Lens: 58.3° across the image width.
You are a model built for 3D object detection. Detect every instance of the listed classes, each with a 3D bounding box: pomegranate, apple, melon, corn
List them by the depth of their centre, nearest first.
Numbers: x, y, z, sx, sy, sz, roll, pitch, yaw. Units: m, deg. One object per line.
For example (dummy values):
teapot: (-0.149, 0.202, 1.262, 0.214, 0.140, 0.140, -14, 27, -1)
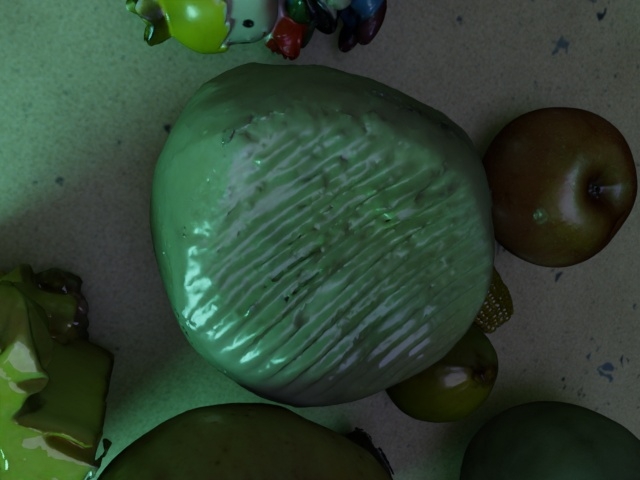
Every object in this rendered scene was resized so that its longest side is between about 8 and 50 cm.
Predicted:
pomegranate: (-0.056, 0.312, 0.497, 0.338, 0.338, 0.338, -5, 105, -18)
apple: (0.297, -0.065, 0.713, 0.201, 0.162, 0.201, -4, 105, -17)
corn: (0.175, 0.026, 0.739, 0.080, 0.080, 0.238, -38, 113, -7)
melon: (0.330, 0.352, 0.783, 0.308, 0.272, 0.272, 27, 93, -17)

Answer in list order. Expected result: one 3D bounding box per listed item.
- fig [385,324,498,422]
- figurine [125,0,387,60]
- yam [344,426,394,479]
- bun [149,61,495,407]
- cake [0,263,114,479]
fig: (0.154, 0.166, 0.748, 0.136, 0.121, 0.153, 38, 114, -18)
figurine: (-0.059, -0.235, 0.575, 0.234, 0.127, 0.185, -42, 121, -17)
yam: (-0.035, 0.358, 0.725, 0.279, 0.131, 0.131, -29, 111, -10)
bun: (0.000, 0.000, 0.586, 0.362, 0.234, 0.326, 27, 90, -25)
cake: (-0.317, 0.154, 0.514, 0.222, 0.227, 0.286, 36, 89, -22)
